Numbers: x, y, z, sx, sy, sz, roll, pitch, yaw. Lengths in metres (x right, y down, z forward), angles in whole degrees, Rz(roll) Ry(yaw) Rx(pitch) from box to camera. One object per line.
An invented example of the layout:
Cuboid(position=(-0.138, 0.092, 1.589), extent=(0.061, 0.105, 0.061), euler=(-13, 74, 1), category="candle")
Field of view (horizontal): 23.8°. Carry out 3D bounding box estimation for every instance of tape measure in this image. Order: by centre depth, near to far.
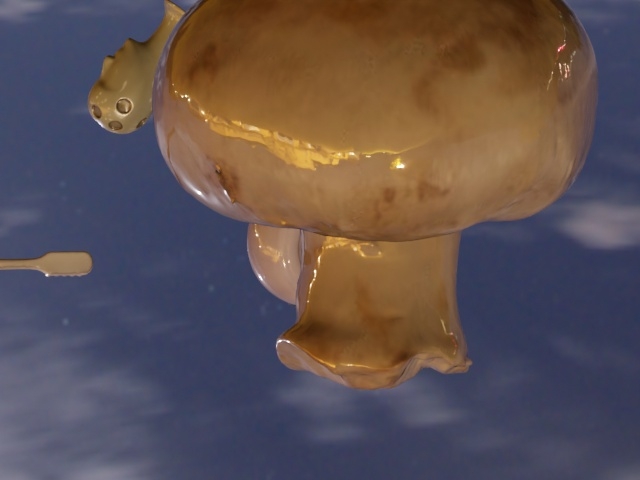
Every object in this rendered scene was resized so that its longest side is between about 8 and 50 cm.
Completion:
Cuboid(position=(-0.002, 0.004, 1.947), extent=(0.178, 0.196, 0.105), euler=(-39, -148, -27), category="tape measure")

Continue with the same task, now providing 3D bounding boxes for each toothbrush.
Cuboid(position=(-0.372, 0.022, 1.339), extent=(0.342, 0.025, 0.030), euler=(-1, 168, -21), category="toothbrush")

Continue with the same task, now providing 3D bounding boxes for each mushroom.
Cuboid(position=(0.036, -0.052, 1.000), extent=(0.297, 0.290, 0.297), euler=(1, -167, 0), category="mushroom")

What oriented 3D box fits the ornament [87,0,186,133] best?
Cuboid(position=(-0.199, -0.191, 1.688), extent=(0.156, 0.081, 0.075), euler=(-51, -154, -4), category="ornament")
